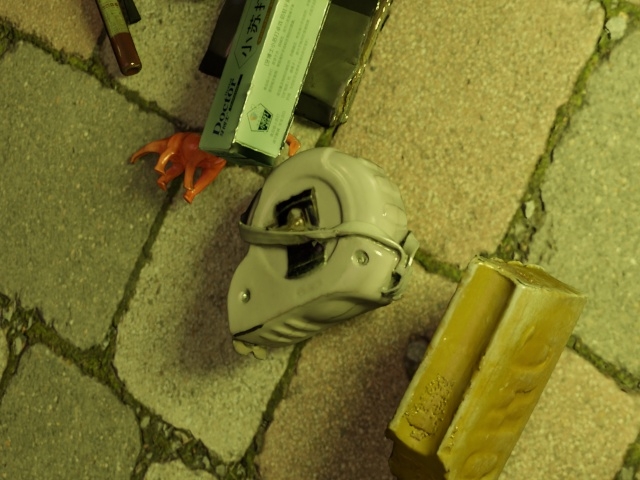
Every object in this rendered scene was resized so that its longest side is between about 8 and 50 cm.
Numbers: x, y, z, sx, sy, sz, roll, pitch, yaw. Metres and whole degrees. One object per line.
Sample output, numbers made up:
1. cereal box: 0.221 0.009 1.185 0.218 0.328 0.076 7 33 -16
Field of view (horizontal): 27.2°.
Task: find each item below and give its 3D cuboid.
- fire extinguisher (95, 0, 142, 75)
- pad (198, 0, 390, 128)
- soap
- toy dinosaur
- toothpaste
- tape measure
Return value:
1. fire extinguisher: -0.261 -0.294 1.701 0.049 0.035 0.173 -33 69 31
2. pad: -0.034 -0.243 1.543 0.233 0.022 0.174 28 99 35
3. soap: 0.150 0.147 1.276 0.080 0.160 0.257 31 102 32
4. toy dinosaur: -0.138 -0.096 1.573 0.280 0.055 0.101 12 68 38
5. toothpaste: -0.045 -0.235 1.475 0.089 0.071 0.312 10 81 57
6. tape measure: 0.000 0.000 1.427 0.236 0.120 0.197 -24 63 32
